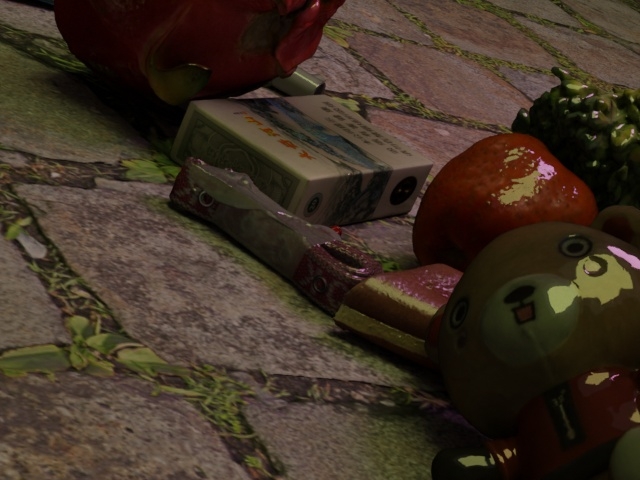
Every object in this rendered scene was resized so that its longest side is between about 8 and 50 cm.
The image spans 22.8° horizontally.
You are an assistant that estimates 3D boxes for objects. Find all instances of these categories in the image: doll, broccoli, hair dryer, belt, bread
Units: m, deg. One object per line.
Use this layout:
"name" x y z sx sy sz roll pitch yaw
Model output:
"doll" 0.206 0.124 1.241 0.174 0.235 0.330 39 26 -42
"broccoli" 0.357 -0.058 1.707 0.334 0.272 0.324 38 22 8
"hair dryer" -0.013 -0.198 2.010 0.063 0.038 0.124 32 15 15
"belt" -0.039 -0.005 1.485 0.232 0.053 0.071 34 31 24
"bread" 0.118 0.079 1.426 0.192 0.067 0.119 26 31 7

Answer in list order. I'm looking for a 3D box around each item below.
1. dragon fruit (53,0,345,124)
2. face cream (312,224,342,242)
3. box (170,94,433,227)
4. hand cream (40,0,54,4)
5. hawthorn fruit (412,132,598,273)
"dragon fruit" -0.108 -0.254 1.672 0.226 0.305 0.305 39 25 26
"face cream" 0.000 0.000 1.556 0.040 0.021 0.083 30 22 14
"box" -0.015 -0.086 1.680 0.164 0.069 0.256 34 23 25
"hand cream" -0.393 -0.314 1.870 0.224 0.048 0.083 11 21 -42
"hawthorn fruit" 0.180 -0.016 1.585 0.189 0.189 0.189 21 21 -8
